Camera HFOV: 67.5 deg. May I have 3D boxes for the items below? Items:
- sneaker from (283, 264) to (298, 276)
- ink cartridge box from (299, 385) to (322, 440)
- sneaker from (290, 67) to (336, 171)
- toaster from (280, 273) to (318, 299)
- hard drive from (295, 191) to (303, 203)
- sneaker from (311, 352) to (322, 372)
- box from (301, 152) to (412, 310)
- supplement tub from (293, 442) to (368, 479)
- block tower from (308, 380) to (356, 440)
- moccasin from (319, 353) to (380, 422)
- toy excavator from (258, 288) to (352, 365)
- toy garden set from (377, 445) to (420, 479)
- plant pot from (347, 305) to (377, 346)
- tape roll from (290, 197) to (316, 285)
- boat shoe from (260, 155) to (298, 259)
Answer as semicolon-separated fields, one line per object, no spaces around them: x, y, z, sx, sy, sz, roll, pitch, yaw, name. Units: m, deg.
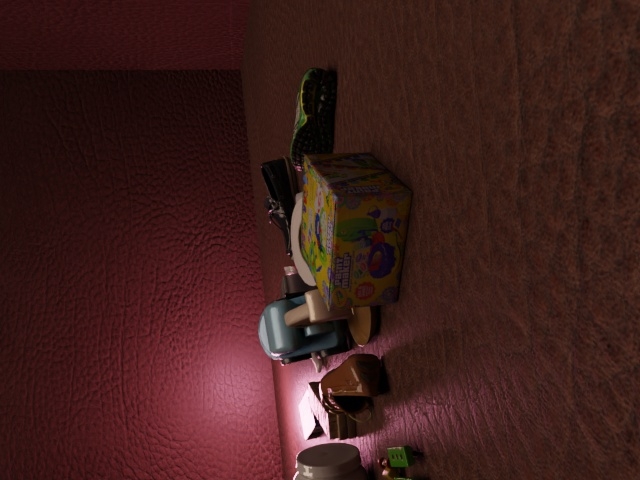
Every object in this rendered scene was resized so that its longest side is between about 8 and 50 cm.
-0.103;0.175;2.119;0.252;0.103;0.111;101;155;-67;sneaker
-0.034;0.761;2.105;0.332;0.065;0.165;105;156;-57;ink cartridge box
-0.022;-0.386;1.560;0.146;0.134;0.343;-107;26;-61;sneaker
-0.066;0.211;1.812;0.185;0.168;0.110;98;162;-45;toaster
-0.031;-0.077;1.820;0.353;0.047;0.233;-176;81;-76;hard drive
-0.026;0.470;1.974;0.054;0.061;0.152;147;116;-72;sneaker
0.069;-0.032;1.166;0.279;0.177;0.290;-118;27;-58;box
0.040;0.821;1.472;0.235;0.235;0.324;157;107;-75;supplement tub
0.032;0.600;1.725;0.335;0.091;0.097;-173;79;-75;block tower
0.087;0.448;1.395;0.380;0.139;0.147;125;148;-55;moccasin
-0.049;0.248;1.440;0.445;0.433;0.222;16;-121;-63;toy excavator
0.209;0.609;1.117;0.204;0.049;0.244;117;144;-62;toy garden set
0.114;0.181;1.365;0.236;0.032;0.236;175;90;-75;plant pot
0.000;0.000;1.518;0.286;0.100;0.286;174;90;-65;tape roll
-0.173;-0.146;2.148;0.187;0.156;0.500;124;137;-66;boat shoe
